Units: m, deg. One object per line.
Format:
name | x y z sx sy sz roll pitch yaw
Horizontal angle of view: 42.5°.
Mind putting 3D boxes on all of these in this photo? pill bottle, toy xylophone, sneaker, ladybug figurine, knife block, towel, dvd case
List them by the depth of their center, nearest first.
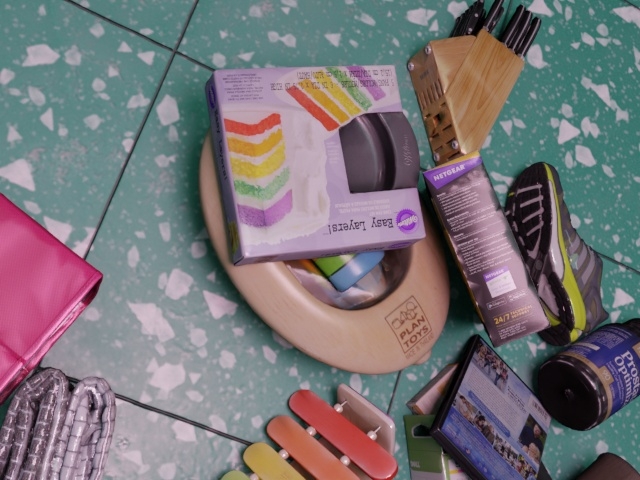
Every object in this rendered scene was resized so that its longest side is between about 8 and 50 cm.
towel | -0.327 0.294 0.957 0.121 0.235 0.284 16 73 -13
toy xylophone | -0.018 0.340 1.084 0.322 0.236 0.081 -42 135 -29
ladybug figurine | 0.000 0.000 1.172 0.305 0.162 0.449 -36 92 -23
dvd case | 0.257 0.267 1.211 0.180 0.022 0.253 47 34 -3
pill bottle | 0.456 0.204 1.309 0.219 0.123 0.123 -21 87 -34
sneaker | 0.392 0.017 1.355 0.121 0.111 0.300 -7 85 -34
knife block | 0.280 -0.266 1.368 0.242 0.088 0.276 -12 83 -21

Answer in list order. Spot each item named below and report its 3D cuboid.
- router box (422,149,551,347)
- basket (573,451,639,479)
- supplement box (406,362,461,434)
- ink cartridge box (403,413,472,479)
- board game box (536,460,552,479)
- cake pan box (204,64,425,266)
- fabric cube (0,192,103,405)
router box | 0.229 0.010 1.178 0.081 0.309 0.243 -22 86 8
basket | 0.387 0.460 1.228 0.226 0.154 0.204 -24 98 -19
supplement box | 0.189 0.242 1.258 0.098 0.036 0.062 -37 93 -23
ink cartridge box | 0.182 0.356 1.194 0.062 0.109 0.209 -2 79 -21
board game box | 0.280 0.351 1.211 0.126 0.026 0.186 5 34 -19
cake pan box | -0.002 -0.102 1.070 0.266 0.070 0.246 -5 82 -21
fabric cube | -0.439 0.070 0.952 0.258 0.254 0.259 40 69 -6
